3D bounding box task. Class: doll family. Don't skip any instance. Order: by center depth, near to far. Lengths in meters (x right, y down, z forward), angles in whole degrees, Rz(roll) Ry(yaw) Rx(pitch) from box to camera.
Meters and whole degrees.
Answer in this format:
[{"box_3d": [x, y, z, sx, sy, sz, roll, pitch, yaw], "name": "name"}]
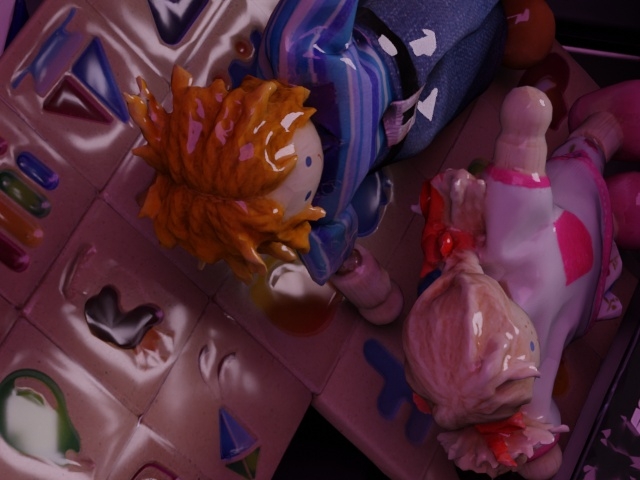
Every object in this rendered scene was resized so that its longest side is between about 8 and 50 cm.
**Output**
[{"box_3d": [0.017, -0.067, 0.473, 0.118, 0.263, 0.163, 12, 28, 24], "name": "doll family"}]

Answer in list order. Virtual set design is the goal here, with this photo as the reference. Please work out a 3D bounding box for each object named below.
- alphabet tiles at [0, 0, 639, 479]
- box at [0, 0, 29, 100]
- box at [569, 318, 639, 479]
[{"box_3d": [0.000, 0.000, 0.520, 0.198, 0.009, 0.237, 44, 52, -20], "name": "alphabet tiles"}, {"box_3d": [-0.139, -0.017, 0.537, 0.126, 0.137, 0.072, 10, 67, 4], "name": "box"}, {"box_3d": [0.119, 0.124, 0.514, 0.147, 0.077, 0.180, 25, 70, 10], "name": "box"}]
